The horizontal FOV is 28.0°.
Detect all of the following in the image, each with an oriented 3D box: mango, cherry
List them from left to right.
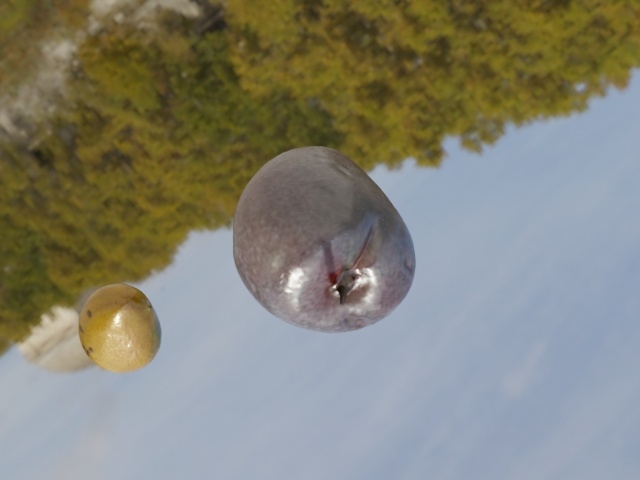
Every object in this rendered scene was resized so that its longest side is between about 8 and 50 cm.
[{"bbox_3d":[-0.187,0.081,1.200,0.114,0.079,0.057,107,-7,-51],"label":"mango"},{"bbox_3d":[-0.003,-0.002,1.127,0.140,0.176,0.176,-51,-172,26],"label":"cherry"}]
